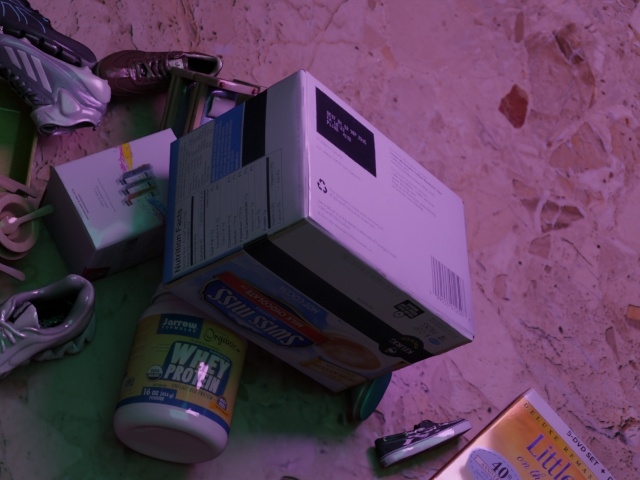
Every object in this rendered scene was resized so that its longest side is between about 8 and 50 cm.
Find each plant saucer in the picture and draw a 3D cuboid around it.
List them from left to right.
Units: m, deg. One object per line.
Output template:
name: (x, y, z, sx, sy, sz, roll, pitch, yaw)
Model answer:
plant saucer: (-0.469, -0.130, 1.937, 0.188, 0.045, 0.188, 11, 62, -14)

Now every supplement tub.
supplement tub: (-0.170, 0.163, 1.846, 0.144, 0.144, 0.199, 17, 61, -12)

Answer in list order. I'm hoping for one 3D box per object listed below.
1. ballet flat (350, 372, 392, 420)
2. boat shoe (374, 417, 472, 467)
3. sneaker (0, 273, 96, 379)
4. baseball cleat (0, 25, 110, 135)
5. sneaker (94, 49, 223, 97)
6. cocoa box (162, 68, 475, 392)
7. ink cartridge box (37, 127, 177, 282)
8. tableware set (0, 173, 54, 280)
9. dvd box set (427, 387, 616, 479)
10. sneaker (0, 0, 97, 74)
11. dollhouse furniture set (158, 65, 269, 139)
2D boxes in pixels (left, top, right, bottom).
ballet flat: (0.078, 0.154, 1.998, 0.068, 0.072, 0.213, 21, 55, 23)
boat shoe: (0.137, 0.260, 1.969, 0.142, 0.049, 0.040, -18, 72, -24)
sneaker: (-0.399, 0.126, 1.798, 0.292, 0.118, 0.110, -32, 81, -28)
baseball cleat: (-0.380, -0.204, 1.938, 0.206, 0.072, 0.109, 19, 66, -7)
sneaker: (-0.221, -0.241, 2.038, 0.188, 0.071, 0.066, -11, 86, -42)
cocoa box: (0.000, 0.000, 1.845, 0.347, 0.228, 0.231, 36, 41, -40)
ink cartridge box: (-0.254, -0.043, 1.925, 0.176, 0.128, 0.127, -21, 74, -28)
tableware set: (-0.417, -0.039, 1.818, 0.194, 0.039, 0.128, 29, 57, -45)
dvd box set: (0.236, 0.430, 1.914, 0.420, 0.062, 0.307, -36, 82, -30)
sneaker: (-0.420, -0.304, 2.009, 0.267, 0.101, 0.106, 25, 57, -8)
dollhouse furniture set: (-0.109, -0.151, 2.017, 0.184, 0.129, 0.129, 9, 98, -37)
